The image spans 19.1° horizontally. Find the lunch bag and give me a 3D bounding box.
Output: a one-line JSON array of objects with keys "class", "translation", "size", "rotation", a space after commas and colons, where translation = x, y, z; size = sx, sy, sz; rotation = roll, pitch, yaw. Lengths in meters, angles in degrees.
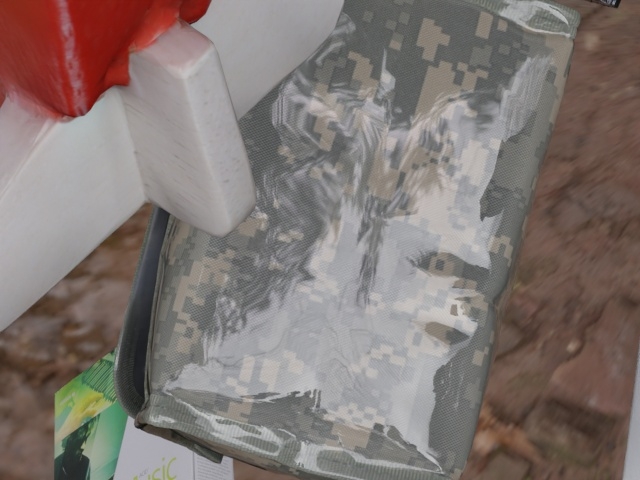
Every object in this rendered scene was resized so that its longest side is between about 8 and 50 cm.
[{"class": "lunch bag", "translation": [0.000, 0.000, 0.944], "size": [0.169, 0.287, 0.235], "rotation": [17, 82, -5]}]

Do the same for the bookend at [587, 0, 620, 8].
[{"class": "bookend", "translation": [0.129, -0.243, 1.394], "size": [0.156, 0.157, 0.072], "rotation": [25, 93, 47]}]

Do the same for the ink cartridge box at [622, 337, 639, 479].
[{"class": "ink cartridge box", "translation": [0.252, 0.119, 0.913], "size": [0.212, 0.093, 0.154], "rotation": [27, 120, 47]}]

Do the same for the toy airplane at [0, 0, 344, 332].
[{"class": "toy airplane", "translation": [-0.107, -0.153, 0.537], "size": [0.272, 0.386, 0.384], "rotation": [39, 110, 12]}]

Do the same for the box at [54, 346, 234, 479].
[{"class": "box", "translation": [-0.176, 0.244, 1.859], "size": [0.232, 0.058, 0.322], "rotation": [-36, 44, 36]}]
